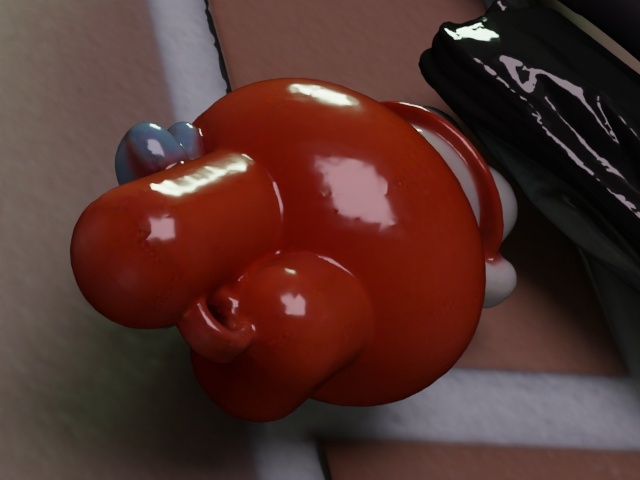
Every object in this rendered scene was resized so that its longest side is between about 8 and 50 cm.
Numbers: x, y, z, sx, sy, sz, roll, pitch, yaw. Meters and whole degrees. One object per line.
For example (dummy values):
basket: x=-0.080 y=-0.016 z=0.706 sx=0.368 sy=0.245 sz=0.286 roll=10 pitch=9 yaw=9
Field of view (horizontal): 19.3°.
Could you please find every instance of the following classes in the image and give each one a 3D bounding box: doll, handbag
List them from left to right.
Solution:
doll: x=0.000 y=0.000 z=0.834 sx=0.161 sy=0.130 sz=0.290 roll=52 pitch=31 yaw=7
handbag: x=0.190 y=-0.015 z=0.985 sx=0.332 sy=0.075 sz=0.191 roll=41 pitch=23 yaw=13

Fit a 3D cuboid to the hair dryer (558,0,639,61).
hair dryer: x=0.244 y=-0.270 z=1.099 sx=0.301 sy=0.361 sz=0.121 roll=53 pitch=3 yaw=34
